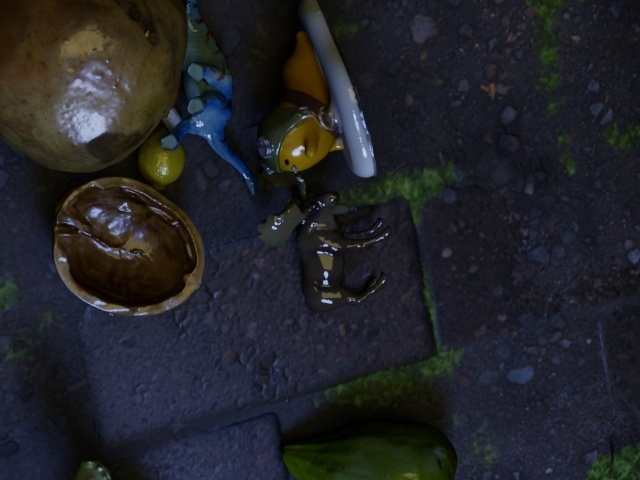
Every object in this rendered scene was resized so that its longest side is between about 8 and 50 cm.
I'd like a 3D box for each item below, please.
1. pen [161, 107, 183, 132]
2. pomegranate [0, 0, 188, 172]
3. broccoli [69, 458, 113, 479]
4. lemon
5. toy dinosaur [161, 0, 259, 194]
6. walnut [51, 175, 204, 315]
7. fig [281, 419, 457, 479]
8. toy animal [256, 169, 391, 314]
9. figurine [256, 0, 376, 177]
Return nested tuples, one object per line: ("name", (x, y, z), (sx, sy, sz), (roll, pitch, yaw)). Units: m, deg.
("pen", (-0.237, -0.225, 1.850), (0.025, 0.025, 0.204), (-36, 108, -11))
("pomegranate", (-0.288, -0.213, 1.702), (0.281, 0.281, 0.281), (-3, 100, -19))
("broccoli", (-0.243, 0.387, 1.811), (0.198, 0.275, 0.177), (44, 67, 11))
("lemon", (-0.204, -0.103, 1.861), (0.062, 0.062, 0.083), (5, 98, -20))
("toy dinosaur", (-0.149, -0.197, 1.842), (0.144, 0.076, 0.329), (-35, 114, -56))
("walnut", (-0.255, 0.009, 1.849), (0.211, 0.087, 0.167), (31, 81, -24))
("fig", (0.081, 0.324, 1.987), (0.233, 0.167, 0.167), (13, 95, -28))
("toy animal", (0.000, 0.000, 1.937), (0.186, 0.094, 0.214), (-1, 108, -11))
("figurine", (-0.032, -0.181, 1.870), (0.141, 0.166, 0.250), (-19, 76, -4))
